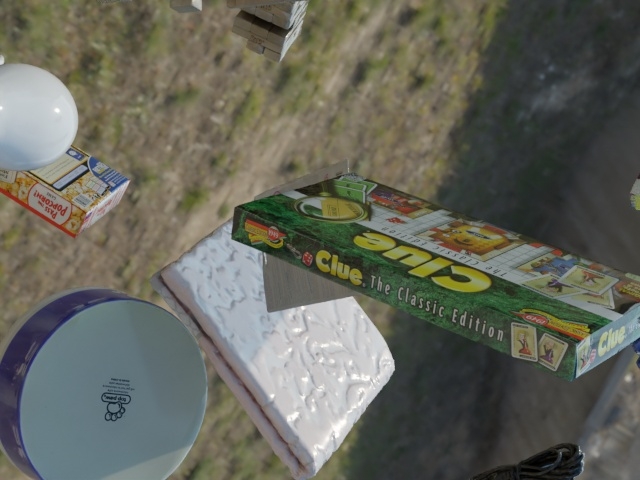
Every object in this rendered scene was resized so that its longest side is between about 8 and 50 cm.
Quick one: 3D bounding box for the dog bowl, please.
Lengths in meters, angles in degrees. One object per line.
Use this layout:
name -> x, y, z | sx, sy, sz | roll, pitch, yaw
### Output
dog bowl -> -0.279, 0.194, 1.538 | 0.265, 0.104, 0.265 | -5, 99, -35

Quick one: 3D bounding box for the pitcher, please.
pitcher -> -0.373, -0.168, 1.391 | 0.125, 0.178, 0.207 | -18, 176, 18

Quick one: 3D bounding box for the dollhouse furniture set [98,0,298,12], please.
dollhouse furniture set -> -0.142, -0.405, 1.473 | 0.303, 0.355, 0.174 | 11, 77, -70

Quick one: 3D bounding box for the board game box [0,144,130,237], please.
board game box -> -0.370, -0.094, 1.620 | 0.045, 0.193, 0.147 | -59, 177, 25

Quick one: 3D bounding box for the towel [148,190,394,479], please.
towel -> -0.049, 0.113, 1.585 | 0.053, 0.317, 0.332 | -35, -177, 29

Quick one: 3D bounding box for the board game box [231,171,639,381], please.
board game box -> 0.082, 0.015, 0.798 | 0.136, 0.259, 0.030 | -23, 126, -49

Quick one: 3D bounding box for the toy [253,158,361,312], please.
toy -> 0.000, 0.000, 1.309 | 0.237, 0.056, 0.137 | 162, -77, -66

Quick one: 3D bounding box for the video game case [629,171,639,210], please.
video game case -> 0.614, -0.117, 1.871 | 0.232, 0.210, 0.042 | -56, 147, -32

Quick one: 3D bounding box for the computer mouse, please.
computer mouse -> 0.233, 0.381, 1.452 | 0.188, 0.072, 0.272 | -31, -134, 45

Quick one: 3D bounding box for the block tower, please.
block tower -> -0.050, -0.428, 1.808 | 0.335, 0.091, 0.097 | 110, 7, -46

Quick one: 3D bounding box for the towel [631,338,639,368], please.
towel -> 0.366, 0.046, 0.936 | 0.243, 0.040, 0.336 | -45, 146, 7
